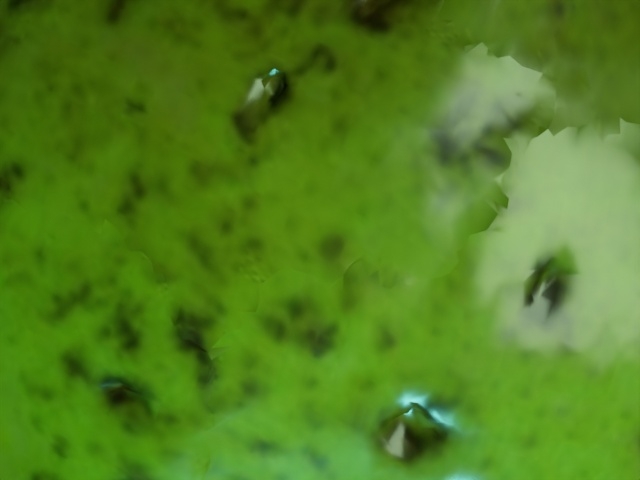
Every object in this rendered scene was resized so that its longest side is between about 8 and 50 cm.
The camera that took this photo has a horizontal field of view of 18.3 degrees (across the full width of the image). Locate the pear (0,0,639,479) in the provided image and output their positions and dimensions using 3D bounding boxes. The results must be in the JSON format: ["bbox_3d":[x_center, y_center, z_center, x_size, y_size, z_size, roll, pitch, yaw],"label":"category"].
[{"bbox_3d":[0.000,0.000,0.615,0.391,0.391,0.391,-13,111,-37],"label":"pear"}]
